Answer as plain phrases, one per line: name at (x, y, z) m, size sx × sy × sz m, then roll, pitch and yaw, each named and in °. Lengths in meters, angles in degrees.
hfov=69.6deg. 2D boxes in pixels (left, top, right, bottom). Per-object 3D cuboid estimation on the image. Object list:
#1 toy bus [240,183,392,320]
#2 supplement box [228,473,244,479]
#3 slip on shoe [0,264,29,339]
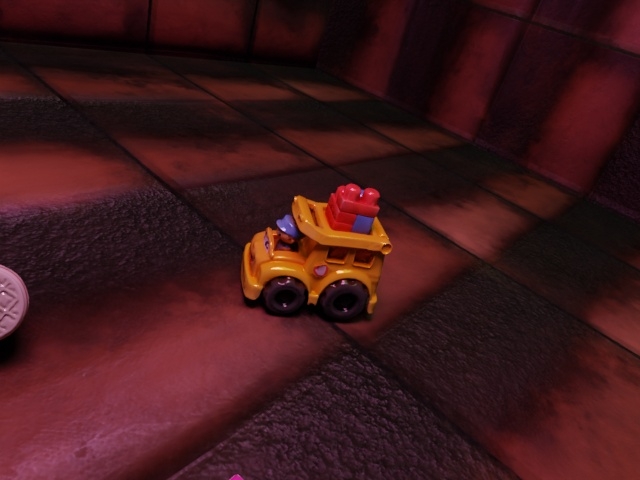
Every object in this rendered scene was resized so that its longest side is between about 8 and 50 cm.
toy bus at (0.000, 0.000, 0.719) m, size 0.220 × 0.212 × 0.149 m, roll 7°, pitch 33°, yaw -16°
supplement box at (-0.031, 0.293, 0.302) m, size 0.220 × 0.111 × 0.114 m, roll 34°, pitch 32°, yaw 27°
slip on shoe at (-0.474, 0.076, 0.444) m, size 0.331 × 0.123 × 0.101 m, roll -6°, pitch 5°, yaw -28°
